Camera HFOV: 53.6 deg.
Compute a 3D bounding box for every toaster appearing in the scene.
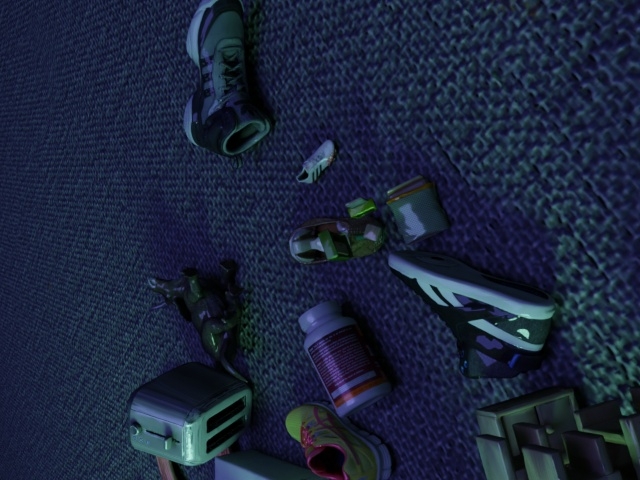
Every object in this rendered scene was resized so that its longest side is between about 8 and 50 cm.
[{"bbox_3d":[-0.224,0.307,1.143,0.147,0.227,0.129,13,106,28],"label":"toaster"}]

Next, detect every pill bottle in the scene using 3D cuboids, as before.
[{"bbox_3d":[0.030,0.165,0.903,0.086,0.086,0.152,-48,62,42],"label":"pill bottle"}]

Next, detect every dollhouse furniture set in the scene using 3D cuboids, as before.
[{"bbox_3d":[0.259,0.228,0.573,0.242,0.212,0.160,140,117,-73],"label":"dollhouse furniture set"},{"bbox_3d":[0.076,-0.024,0.789,0.152,0.058,0.076,-25,76,18],"label":"dollhouse furniture set"}]

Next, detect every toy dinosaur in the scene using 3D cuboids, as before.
[{"bbox_3d":[-0.190,0.139,1.150,0.313,0.121,0.160,44,140,28],"label":"toy dinosaur"}]

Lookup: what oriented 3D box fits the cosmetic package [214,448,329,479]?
[{"bbox_3d":[-0.087,0.442,1.085,0.231,0.086,0.117,-2,88,50],"label":"cosmetic package"}]

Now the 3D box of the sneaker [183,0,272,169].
[{"bbox_3d":[-0.139,-0.247,1.009,0.153,0.101,0.268,42,132,35],"label":"sneaker"}]

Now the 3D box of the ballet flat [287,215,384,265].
[{"bbox_3d":[0.000,0.000,0.919,0.206,0.067,0.073,-15,87,49],"label":"ballet flat"}]

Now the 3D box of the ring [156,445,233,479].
[{"bbox_3d":[-0.262,0.457,1.332,0.337,0.032,0.336,13,108,46],"label":"ring"}]

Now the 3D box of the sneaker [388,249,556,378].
[{"bbox_3d":[0.159,0.093,0.748,0.217,0.079,0.121,22,112,43],"label":"sneaker"}]

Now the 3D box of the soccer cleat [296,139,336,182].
[{"bbox_3d":[-0.006,-0.114,0.928,0.029,0.036,0.083,59,135,23],"label":"soccer cleat"}]

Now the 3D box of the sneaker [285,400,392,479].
[{"bbox_3d":[0.005,0.306,0.953,0.209,0.094,0.081,11,107,48],"label":"sneaker"}]
